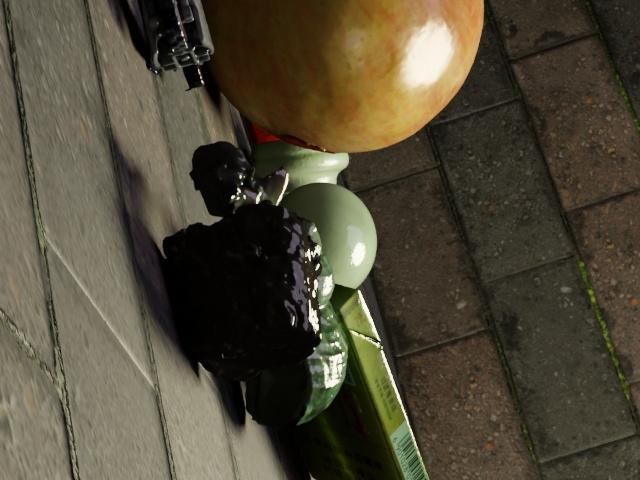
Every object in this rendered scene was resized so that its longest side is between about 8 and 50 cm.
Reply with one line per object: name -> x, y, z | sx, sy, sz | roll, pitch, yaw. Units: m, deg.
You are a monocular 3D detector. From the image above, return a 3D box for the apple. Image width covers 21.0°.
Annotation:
apple -> 0.013, -0.320, 2.272 | 0.346, 0.391, 0.391 | 67, 7, -59

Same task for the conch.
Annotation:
conch -> -0.036, 0.081, 1.725 | 0.176, 0.122, 0.188 | -148, -138, -75

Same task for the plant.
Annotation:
plant -> -0.069, 0.016, 1.558 | 0.142, 0.131, 0.203 | 63, 20, -55

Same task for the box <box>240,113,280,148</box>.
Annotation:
box -> -0.062, -0.147, 2.645 | 0.240, 0.074, 0.153 | -20, 88, -84

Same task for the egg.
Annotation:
egg -> 0.000, 0.000, 2.298 | 0.192, 0.149, 0.149 | -96, 168, -60

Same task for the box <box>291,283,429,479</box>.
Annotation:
box -> 0.016, 0.166, 1.920 | 0.173, 0.043, 0.311 | 14, -44, 43

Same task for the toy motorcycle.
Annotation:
toy motorcycle -> -0.159, -0.235, 1.821 | 0.215, 0.080, 0.122 | 75, 0, -81

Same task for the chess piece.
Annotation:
chess piece -> -0.017, -0.011, 2.445 | 0.139, 0.139, 0.271 | -43, 126, -85
